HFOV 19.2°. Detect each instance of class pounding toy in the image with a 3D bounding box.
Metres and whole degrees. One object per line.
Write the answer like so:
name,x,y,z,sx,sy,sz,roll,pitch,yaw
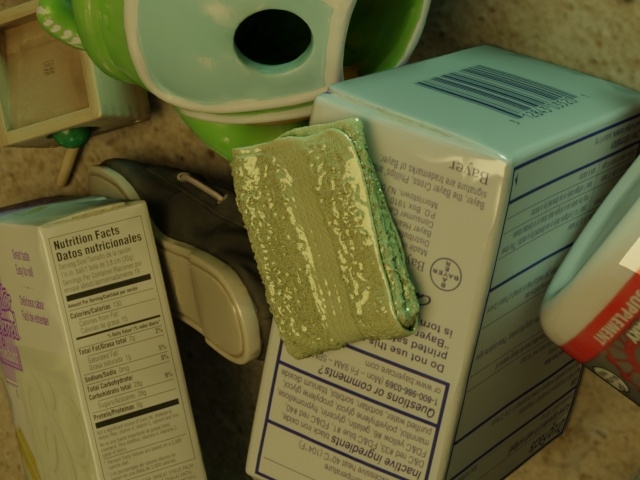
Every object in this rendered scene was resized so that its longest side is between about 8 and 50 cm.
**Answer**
pounding toy,-0.211,-0.126,1.586,0.130,0.100,0.141,-13,85,30

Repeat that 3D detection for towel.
towel,0.000,0.000,1.220,0.110,0.027,0.148,-15,94,34

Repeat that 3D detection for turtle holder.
turtle holder,-0.054,-0.172,1.334,0.227,0.243,0.320,30,111,23

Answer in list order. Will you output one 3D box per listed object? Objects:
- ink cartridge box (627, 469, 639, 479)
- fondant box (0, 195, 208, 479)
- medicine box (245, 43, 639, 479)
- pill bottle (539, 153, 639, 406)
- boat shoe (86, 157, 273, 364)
ink cartridge box,0.256,0.255,1.403,0.150,0.109,0.063,48,123,10
fondant box,-0.187,0.132,1.558,0.238,0.096,0.330,5,108,66
medicine box,0.093,0.030,1.346,0.149,0.263,0.289,21,111,24
pill bottle,0.342,0.078,1.228,0.363,0.210,0.210,36,118,1
boat shoe,-0.088,0.008,1.501,0.335,0.095,0.112,34,137,56
